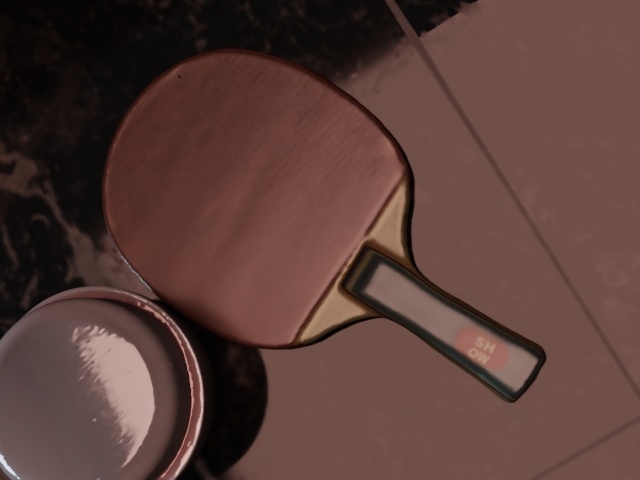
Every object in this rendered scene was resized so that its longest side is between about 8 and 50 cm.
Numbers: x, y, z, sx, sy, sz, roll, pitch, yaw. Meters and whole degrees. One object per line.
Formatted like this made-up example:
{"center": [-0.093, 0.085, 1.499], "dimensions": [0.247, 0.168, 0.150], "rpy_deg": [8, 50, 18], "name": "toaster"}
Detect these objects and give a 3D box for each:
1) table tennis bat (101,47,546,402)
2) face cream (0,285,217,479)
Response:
{"center": [0.000, 0.000, 0.664], "dimensions": [0.274, 0.021, 0.154], "rpy_deg": [33, 92, 14], "name": "table tennis bat"}
{"center": [-0.112, 0.083, 0.635], "dimensions": [0.117, 0.104, 0.117], "rpy_deg": [-1, 84, 12], "name": "face cream"}
